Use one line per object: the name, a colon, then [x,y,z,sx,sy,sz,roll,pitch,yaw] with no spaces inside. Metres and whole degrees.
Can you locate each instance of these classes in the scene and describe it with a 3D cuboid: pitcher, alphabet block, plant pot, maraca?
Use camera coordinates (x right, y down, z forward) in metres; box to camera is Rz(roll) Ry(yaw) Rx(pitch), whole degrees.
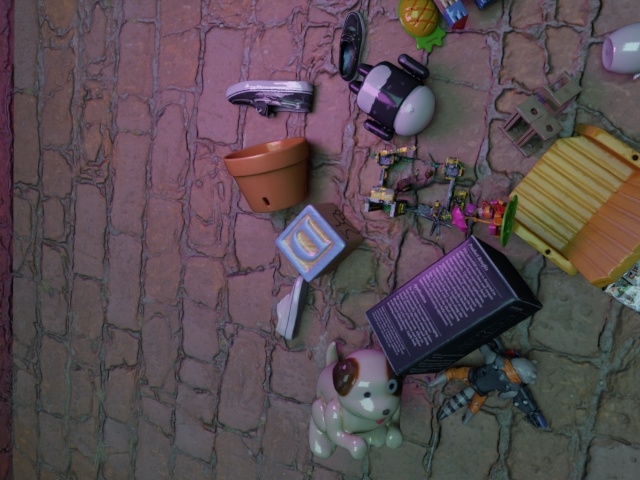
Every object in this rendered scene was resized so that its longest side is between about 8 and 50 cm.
pitcher: [0.858,-0.478,1.214,0.207,0.125,0.178,-6,109,13]
alphabet block: [0.000,0.000,1.595,0.193,0.197,0.192,-43,78,22]
plant pot: [-0.168,-0.222,1.614,0.290,0.291,0.204,-3,111,24]
maraca: [0.310,-0.671,1.434,0.127,0.099,0.186,-31,99,-5]

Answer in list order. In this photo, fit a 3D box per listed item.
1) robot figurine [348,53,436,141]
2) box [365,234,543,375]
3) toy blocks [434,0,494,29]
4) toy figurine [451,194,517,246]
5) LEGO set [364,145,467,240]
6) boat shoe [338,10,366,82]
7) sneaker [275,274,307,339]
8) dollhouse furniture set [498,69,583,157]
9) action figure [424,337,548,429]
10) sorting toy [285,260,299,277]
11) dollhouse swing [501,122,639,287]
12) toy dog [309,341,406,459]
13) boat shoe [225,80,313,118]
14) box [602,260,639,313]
robot figurine: [0.226,-0.445,1.461,0.278,0.209,0.173,38,67,16]
box: [0.388,0.205,1.369,0.395,0.293,0.212,-40,58,22]
toy blocks: [0.445,-0.785,1.314,0.381,0.191,0.261,-32,90,7]
toy figurine: [0.461,-0.073,1.335,0.159,0.173,0.130,12,141,31]
LEGO set: [0.283,-0.166,1.453,0.331,0.192,0.255,22,105,20]
boat shoe: [0.094,-0.643,1.542,0.080,0.076,0.229,12,101,22]
sneaker: [-0.115,0.244,1.730,0.091,0.094,0.258,18,104,16]
dollhouse furniture set: [0.641,-0.355,1.333,0.183,0.129,0.129,-36,81,-7]
action figure: [0.533,0.471,1.435,0.330,0.178,0.341,-44,75,32]
sorting toy: [-0.101,0.096,1.751,0.062,0.012,0.083,15,105,26]
dollhouse swing: [0.689,-0.099,1.224,0.315,0.305,0.347,41,111,14]
toy dog: [0.136,0.485,1.495,0.284,0.408,0.396,4,59,-12]
boat shoe: [-0.189,-0.495,1.659,0.335,0.121,0.119,3,93,21]
box: [0.903,0.090,1.298,0.114,0.036,0.207,36,109,16]
